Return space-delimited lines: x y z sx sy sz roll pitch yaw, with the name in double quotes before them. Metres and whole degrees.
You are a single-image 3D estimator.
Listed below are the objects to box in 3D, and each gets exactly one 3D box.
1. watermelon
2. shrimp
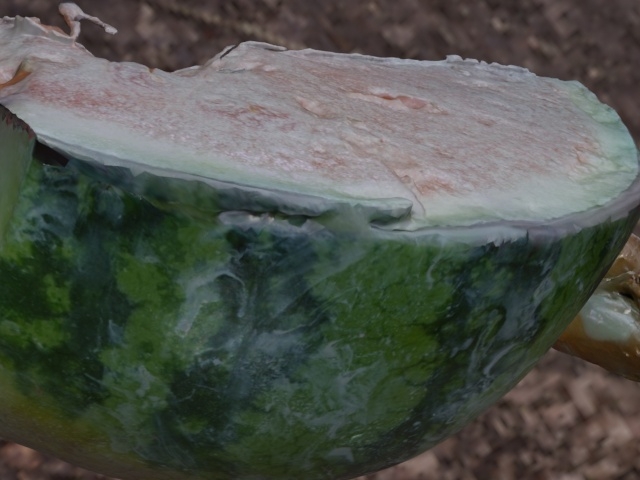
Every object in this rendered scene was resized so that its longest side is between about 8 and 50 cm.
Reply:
"watermelon" 0.000 0.000 0.696 0.305 0.224 0.180 0 72 -35
"shrimp" 0.194 0.047 1.171 0.184 0.091 0.043 35 11 38
